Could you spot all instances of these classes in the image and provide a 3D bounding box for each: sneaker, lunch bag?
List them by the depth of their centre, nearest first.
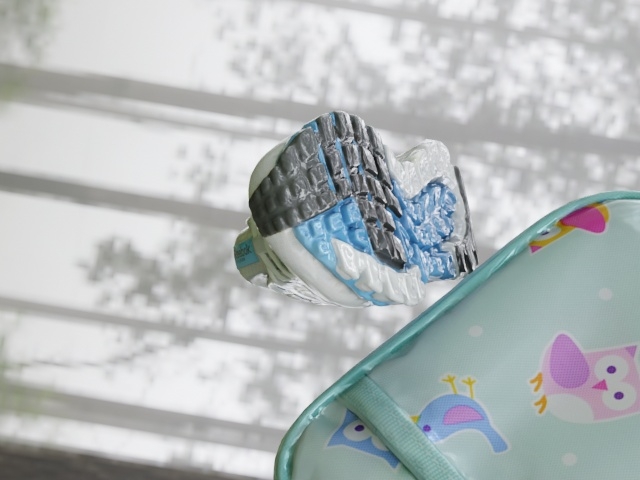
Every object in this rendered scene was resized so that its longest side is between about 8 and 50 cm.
[{"bbox_3d":[0.128,0.131,0.661,0.224,0.279,0.108,-34,152,-18],"label":"lunch bag"},{"bbox_3d":[0.000,0.000,0.684,0.190,0.083,0.071,10,66,-72],"label":"sneaker"}]
